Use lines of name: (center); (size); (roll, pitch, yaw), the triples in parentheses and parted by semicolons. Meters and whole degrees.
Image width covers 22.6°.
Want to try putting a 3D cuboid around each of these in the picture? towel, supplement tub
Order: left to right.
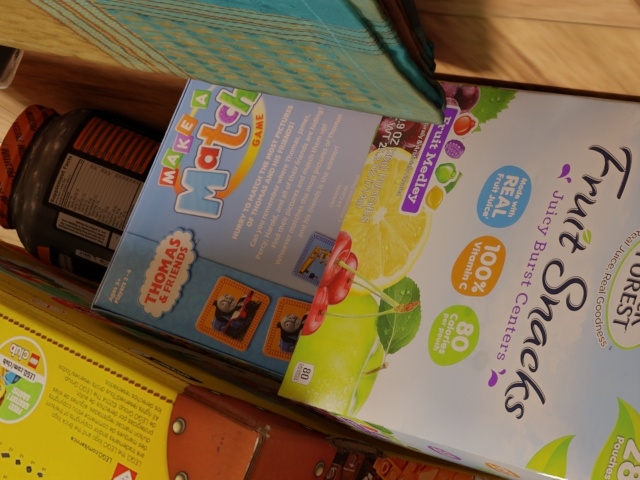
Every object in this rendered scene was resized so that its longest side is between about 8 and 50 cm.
towel: (-0.138, -0.122, 0.664); (0.370, 0.040, 0.271); (11, 174, 12)
supplement tub: (-0.133, -0.021, 1.135); (0.190, 0.117, 0.117); (22, 169, 6)

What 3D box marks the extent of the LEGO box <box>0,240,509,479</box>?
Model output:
LEGO box: (-0.131, 0.146, 1.032); (0.500, 0.193, 0.372); (21, 179, 39)

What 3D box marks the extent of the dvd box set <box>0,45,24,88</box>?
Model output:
dvd box set: (-0.413, -0.203, 0.976); (0.420, 0.062, 0.307); (12, 165, 42)

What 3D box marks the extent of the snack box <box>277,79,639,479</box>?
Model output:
snack box: (0.101, 0.022, 0.736); (0.207, 0.175, 0.070); (11, 166, 40)

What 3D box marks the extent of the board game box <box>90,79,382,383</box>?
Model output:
board game box: (0.000, 0.000, 0.866); (0.211, 0.160, 0.039); (19, 169, 20)
